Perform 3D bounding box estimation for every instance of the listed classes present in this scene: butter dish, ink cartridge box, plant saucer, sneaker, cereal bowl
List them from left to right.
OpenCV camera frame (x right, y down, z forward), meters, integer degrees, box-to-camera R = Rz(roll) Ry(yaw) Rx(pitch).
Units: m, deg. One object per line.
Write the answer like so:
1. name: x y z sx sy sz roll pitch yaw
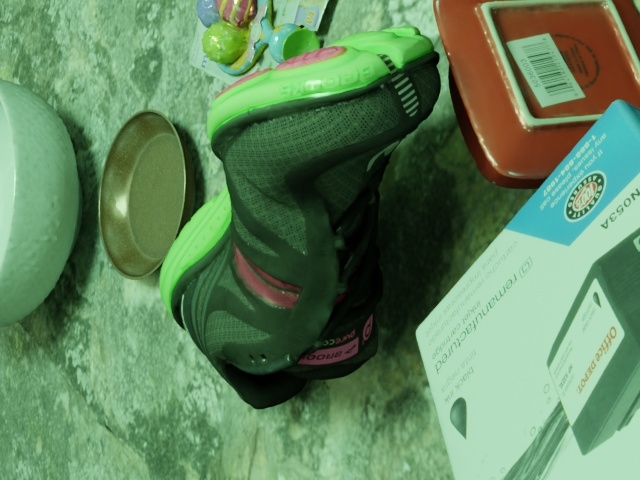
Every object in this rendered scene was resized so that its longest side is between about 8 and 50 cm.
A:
1. cereal bowl: -0.417 -0.045 1.451 0.339 0.141 0.339 -7 80 50
2. plant saucer: -0.198 -0.052 1.267 0.198 0.036 0.199 -9 78 49
3. sneaker: 0.000 0.000 0.885 0.202 0.185 0.483 59 155 16
4. butter dish: 0.156 -0.094 0.776 0.118 0.159 0.160 115 144 -58
5. ink cartridge box: 0.189 0.102 0.613 0.223 0.129 0.307 -52 27 27

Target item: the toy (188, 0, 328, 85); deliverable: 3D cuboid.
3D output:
1. toy: -0.086 -0.228 1.136 0.237 0.056 0.137 33 109 48
